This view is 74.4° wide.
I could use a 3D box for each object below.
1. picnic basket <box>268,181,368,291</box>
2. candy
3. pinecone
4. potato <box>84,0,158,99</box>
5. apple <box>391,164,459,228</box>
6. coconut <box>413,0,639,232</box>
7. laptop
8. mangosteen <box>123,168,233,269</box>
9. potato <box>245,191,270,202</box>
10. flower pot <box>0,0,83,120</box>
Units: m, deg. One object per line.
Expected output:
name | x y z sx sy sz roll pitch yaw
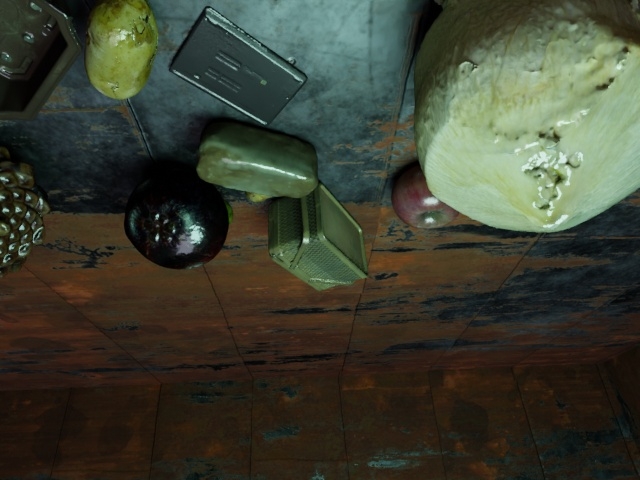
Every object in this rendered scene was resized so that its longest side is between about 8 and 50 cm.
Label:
picnic basket | 0.000 0.000 1.016 0.139 0.165 0.266 -20 145 23
candy | -0.119 -0.152 0.818 0.233 0.104 0.102 13 144 -24
pinecone | -0.692 -0.052 0.774 0.295 0.299 0.242 22 169 -7
potato | -0.284 -0.278 0.609 0.080 0.107 0.170 48 134 0
apple | 0.231 -0.098 0.926 0.153 0.120 0.153 2 152 1
coconut | 0.300 -0.178 0.582 0.346 0.361 0.346 -2 150 -1
laptop | -0.134 -0.277 0.704 0.197 0.016 0.135 22 139 -35
mangosteen | -0.299 -0.049 0.897 0.216 0.216 0.216 -2 148 -2
potato | -0.131 -0.113 0.941 0.083 0.040 0.051 -18 157 24
flower pot | -0.453 -0.291 0.588 0.250 0.084 0.178 -28 140 32
